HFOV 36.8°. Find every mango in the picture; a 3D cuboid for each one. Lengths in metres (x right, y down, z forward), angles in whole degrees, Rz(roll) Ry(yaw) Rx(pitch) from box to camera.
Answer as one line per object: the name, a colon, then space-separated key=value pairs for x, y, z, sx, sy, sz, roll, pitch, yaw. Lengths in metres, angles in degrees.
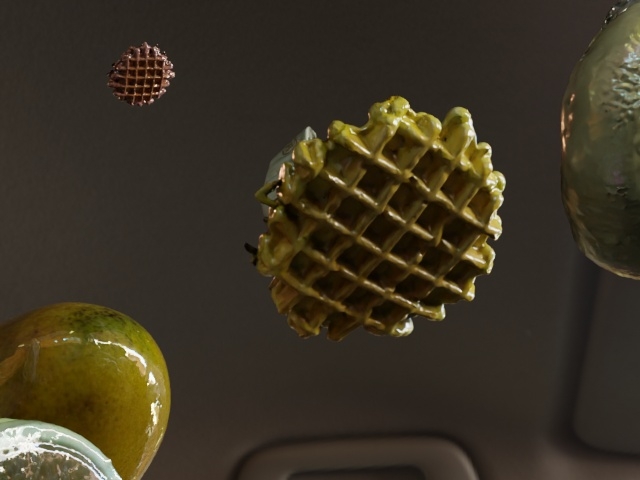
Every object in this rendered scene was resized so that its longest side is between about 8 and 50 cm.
mango: x=-0.296 y=0.195 z=0.929 sx=0.378 sy=0.221 sz=0.263 roll=-41 pitch=-40 yaw=23

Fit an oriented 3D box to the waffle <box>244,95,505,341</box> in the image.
waffle: x=0.068 y=-0.012 z=1.078 sx=0.329 sy=0.062 sz=0.329 roll=-6 pitch=-53 yaw=-8

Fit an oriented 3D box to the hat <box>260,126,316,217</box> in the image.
hat: x=0.005 y=-0.005 z=1.441 sx=0.168 sy=0.301 sz=0.258 roll=-40 pitch=-76 yaw=12

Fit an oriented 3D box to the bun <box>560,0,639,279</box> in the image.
bun: x=0.285 y=-0.075 z=0.754 sx=0.141 sy=0.239 sz=0.239 roll=13 pitch=-16 yaw=44

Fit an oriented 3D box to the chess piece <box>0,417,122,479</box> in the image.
chess piece: x=-0.278 y=0.213 z=0.635 sx=0.298 sy=0.176 sz=0.175 roll=-13 pitch=-33 yaw=35

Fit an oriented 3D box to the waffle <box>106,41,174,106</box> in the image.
waffle: x=-0.219 y=-0.203 z=1.180 sx=0.083 sy=0.029 sz=0.075 roll=-47 pitch=-42 yaw=6
